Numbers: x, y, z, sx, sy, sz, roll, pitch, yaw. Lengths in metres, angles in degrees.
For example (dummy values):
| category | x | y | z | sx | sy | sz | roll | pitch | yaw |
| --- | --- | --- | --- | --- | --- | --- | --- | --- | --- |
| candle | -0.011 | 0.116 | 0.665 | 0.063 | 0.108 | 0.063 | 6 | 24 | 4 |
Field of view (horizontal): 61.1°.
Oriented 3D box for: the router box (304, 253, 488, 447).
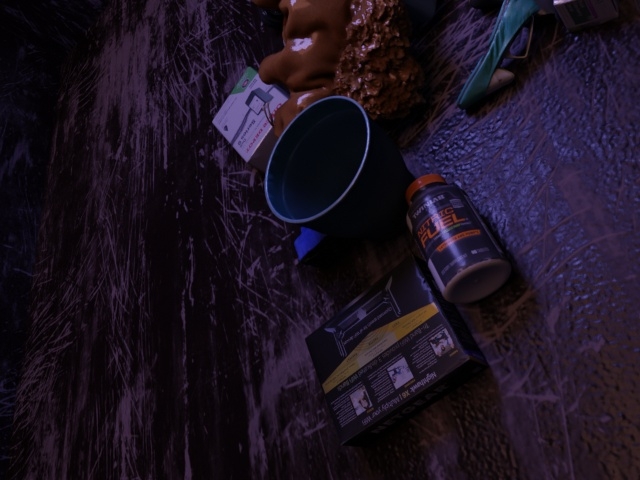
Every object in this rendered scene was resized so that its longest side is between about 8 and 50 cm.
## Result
| category | x | y | z | sx | sy | sz | roll | pitch | yaw |
| --- | --- | --- | --- | --- | --- | --- | --- | --- | --- |
| router box | 0.131 | 0.215 | 1.052 | 0.309 | 0.081 | 0.243 | -41 | 47 | 22 |

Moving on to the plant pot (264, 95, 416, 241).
| category | x | y | z | sx | sy | sz | roll | pitch | yaw |
| --- | --- | --- | --- | --- | --- | --- | --- | --- | --- |
| plant pot | 0.066 | -0.119 | 1.145 | 0.271 | 0.255 | 0.272 | -20 | 58 | 35 |

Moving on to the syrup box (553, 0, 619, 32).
| category | x | y | z | sx | sy | sz | roll | pitch | yaw |
| --- | --- | --- | --- | --- | --- | --- | --- | --- | --- |
| syrup box | 0.508 | -0.532 | 1.035 | 0.096 | 0.093 | 0.237 | -6 | 67 | 42 |

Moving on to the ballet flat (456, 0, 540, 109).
| category | x | y | z | sx | sy | sz | roll | pitch | yaw |
| --- | --- | --- | --- | --- | --- | --- | --- | --- | --- |
| ballet flat | 0.365 | -0.368 | 1.095 | 0.087 | 0.083 | 0.247 | 29 | 115 | 15 |

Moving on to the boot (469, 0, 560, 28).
| category | x | y | z | sx | sy | sz | roll | pitch | yaw |
| --- | --- | --- | --- | --- | --- | --- | --- | --- | --- |
| boot | 0.403 | -0.495 | 1.138 | 0.198 | 0.077 | 0.137 | -7 | 73 | 45 |

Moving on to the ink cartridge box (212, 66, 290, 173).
| category | x | y | z | sx | sy | sz | roll | pitch | yaw |
| --- | --- | --- | --- | --- | --- | --- | --- | --- | --- |
| ink cartridge box | -0.166 | -0.345 | 1.569 | 0.211 | 0.121 | 0.289 | -53 | 45 | 12 |

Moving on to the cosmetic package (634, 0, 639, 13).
| category | x | y | z | sx | sy | sz | roll | pitch | yaw |
| --- | --- | --- | --- | --- | --- | --- | --- | --- | --- |
| cosmetic package | 0.601 | -0.536 | 0.974 | 0.099 | 0.060 | 0.239 | -15 | 61 | 38 |

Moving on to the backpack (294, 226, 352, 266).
| category | x | y | z | sx | sy | sz | roll | pitch | yaw |
| --- | --- | --- | --- | --- | --- | --- | --- | --- | --- |
| backpack | 0.000 | 0.000 | 1.269 | 0.120 | 0.098 | 0.101 | -47 | 47 | 30 |

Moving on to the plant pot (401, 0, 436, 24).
| category | x | y | z | sx | sy | sz | roll | pitch | yaw |
| --- | --- | --- | --- | --- | --- | --- | --- | --- | --- |
| plant pot | 0.112 | -0.665 | 1.288 | 0.248 | 0.252 | 0.247 | 10 | 93 | 50 |

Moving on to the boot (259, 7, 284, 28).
| category | x | y | z | sx | sy | sz | roll | pitch | yaw |
| --- | --- | --- | --- | --- | --- | --- | --- | --- | --- |
| boot | -0.112 | -0.872 | 1.688 | 0.260 | 0.131 | 0.348 | 134 | 131 | -64 |

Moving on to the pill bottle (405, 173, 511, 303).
| category | x | y | z | sx | sy | sz | roll | pitch | yaw |
| --- | --- | --- | --- | --- | --- | --- | --- | --- | --- |
| pill bottle | 0.242 | -0.013 | 1.018 | 0.130 | 0.130 | 0.246 | -40 | 48 | 23 |

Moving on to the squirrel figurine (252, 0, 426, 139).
| category | x | y | z | sx | sy | sz | roll | pitch | yaw |
| --- | --- | --- | --- | --- | --- | --- | --- | --- | --- |
| squirrel figurine | 0.033 | -0.375 | 1.248 | 0.397 | 0.281 | 0.370 | 7 | 89 | 31 |
